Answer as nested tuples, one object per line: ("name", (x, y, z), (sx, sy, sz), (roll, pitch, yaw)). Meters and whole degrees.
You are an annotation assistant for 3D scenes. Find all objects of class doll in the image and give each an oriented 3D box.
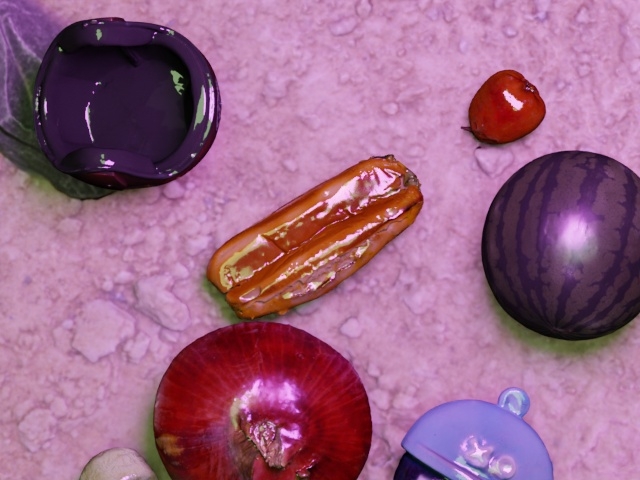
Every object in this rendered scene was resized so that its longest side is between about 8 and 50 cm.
("doll", (0.148, 0.303, 1.812), (0.177, 0.141, 0.314), (27, 86, 0))

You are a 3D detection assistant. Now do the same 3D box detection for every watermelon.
("watermelon", (0.279, 0.003, 1.819), (0.212, 0.212, 0.212), (0, 83, 0))

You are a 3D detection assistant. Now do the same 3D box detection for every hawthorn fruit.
("hawthorn fruit", (0.210, -0.149, 1.907), (0.093, 0.081, 0.081), (-43, 84, 24))

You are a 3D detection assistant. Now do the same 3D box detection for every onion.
("onion", (-0.061, 0.202, 1.824), (0.248, 0.161, 0.248), (5, 64, -11))

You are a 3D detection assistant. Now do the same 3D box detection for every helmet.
("helmet", (-0.216, -0.150, 1.840), (0.216, 0.193, 0.189), (-2, 85, 11))

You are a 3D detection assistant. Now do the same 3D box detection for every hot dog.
("hot dog", (0.000, 0.000, 1.876), (0.269, 0.072, 0.115), (-29, 59, -4))

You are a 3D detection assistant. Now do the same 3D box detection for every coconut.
("coconut", (-0.225, 0.279, 1.841), (0.088, 0.088, 0.096), (-34, 55, -4))
